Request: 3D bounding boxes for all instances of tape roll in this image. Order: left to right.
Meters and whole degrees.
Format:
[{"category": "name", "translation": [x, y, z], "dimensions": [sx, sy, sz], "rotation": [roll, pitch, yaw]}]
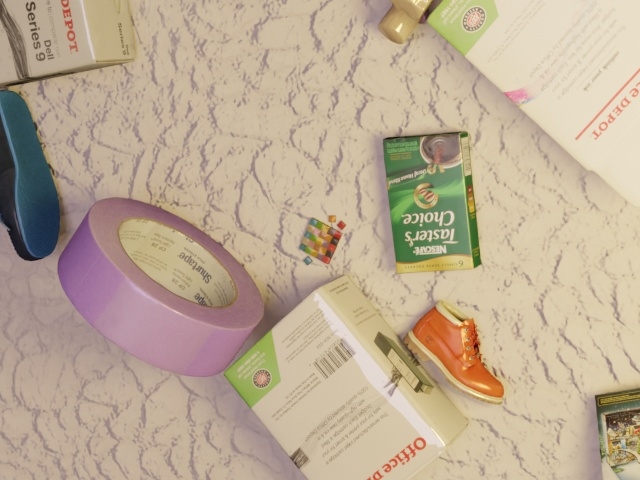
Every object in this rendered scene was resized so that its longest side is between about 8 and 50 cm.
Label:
[{"category": "tape roll", "translation": [-0.214, 0.060, 1.958], "dimensions": [0.275, 0.275, 0.090], "rotation": [41, 111, 11]}]

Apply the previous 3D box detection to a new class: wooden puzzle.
[{"category": "wooden puzzle", "translation": [0.000, 0.000, 2.010], "dimensions": [0.049, 0.006, 0.083], "rotation": [28, 108, 15]}]

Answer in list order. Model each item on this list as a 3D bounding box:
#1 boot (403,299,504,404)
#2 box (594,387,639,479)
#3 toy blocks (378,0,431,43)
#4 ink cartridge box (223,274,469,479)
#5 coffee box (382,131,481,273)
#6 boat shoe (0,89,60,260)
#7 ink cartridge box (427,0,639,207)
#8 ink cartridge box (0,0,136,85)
[{"category": "boot", "translation": [0.194, 0.150, 1.933], "dimensions": [0.158, 0.059, 0.084], "rotation": [40, 105, 12]}, {"category": "box", "translation": [0.467, 0.255, 1.807], "dimensions": [0.233, 0.044, 0.159], "rotation": [-12, 61, 23]}, {"category": "toy blocks", "translation": [0.093, -0.446, 1.816], "dimensions": [0.288, 0.309, 0.260], "rotation": [35, 77, 1]}, {"category": "ink cartridge box", "translation": [0.035, 0.217, 1.973], "dimensions": [0.198, 0.115, 0.273], "rotation": [-42, 82, 22]}, {"category": "coffee box", "translation": [0.148, -0.049, 1.925], "dimensions": [0.113, 0.040, 0.184], "rotation": [-2, 98, 22]}, {"category": "boat shoe", "translation": [-0.451, -0.090, 2.135], "dimensions": [0.089, 0.109, 0.258], "rotation": [-19, 75, 30]}, {"category": "ink cartridge box", "translation": [0.334, -0.230, 1.780], "dimensions": [0.353, 0.119, 0.207], "rotation": [45, 110, 10]}, {"category": "ink cartridge box", "translation": [-0.429, -0.332, 2.061], "dimensions": [0.289, 0.121, 0.211], "rotation": [-9, 95, 22]}]
